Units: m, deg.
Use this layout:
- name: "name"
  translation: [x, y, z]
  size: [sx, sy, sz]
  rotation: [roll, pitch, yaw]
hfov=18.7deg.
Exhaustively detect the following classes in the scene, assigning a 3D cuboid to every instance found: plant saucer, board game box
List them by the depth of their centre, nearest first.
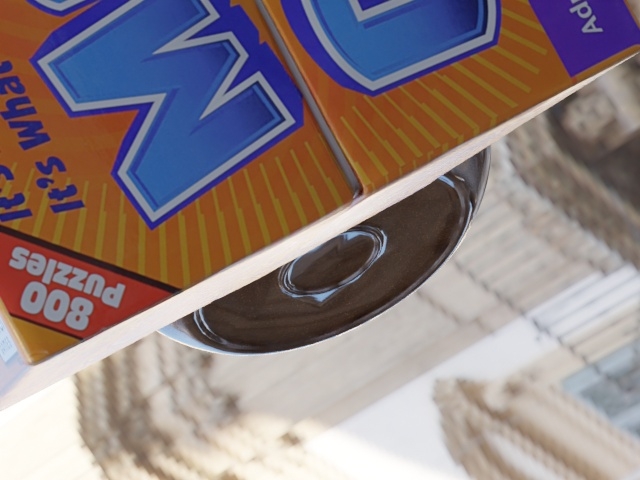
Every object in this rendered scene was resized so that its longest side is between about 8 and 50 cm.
- name: "board game box"
  translation: [-0.109, -0.145, 1.094]
  size: [0.356, 0.356, 0.357]
  rotation: [-28, -92, -18]
- name: "plant saucer"
  translation: [0.000, 0.000, 1.494]
  size: [0.310, 0.310, 0.050]
  rotation: [4, -130, -43]
